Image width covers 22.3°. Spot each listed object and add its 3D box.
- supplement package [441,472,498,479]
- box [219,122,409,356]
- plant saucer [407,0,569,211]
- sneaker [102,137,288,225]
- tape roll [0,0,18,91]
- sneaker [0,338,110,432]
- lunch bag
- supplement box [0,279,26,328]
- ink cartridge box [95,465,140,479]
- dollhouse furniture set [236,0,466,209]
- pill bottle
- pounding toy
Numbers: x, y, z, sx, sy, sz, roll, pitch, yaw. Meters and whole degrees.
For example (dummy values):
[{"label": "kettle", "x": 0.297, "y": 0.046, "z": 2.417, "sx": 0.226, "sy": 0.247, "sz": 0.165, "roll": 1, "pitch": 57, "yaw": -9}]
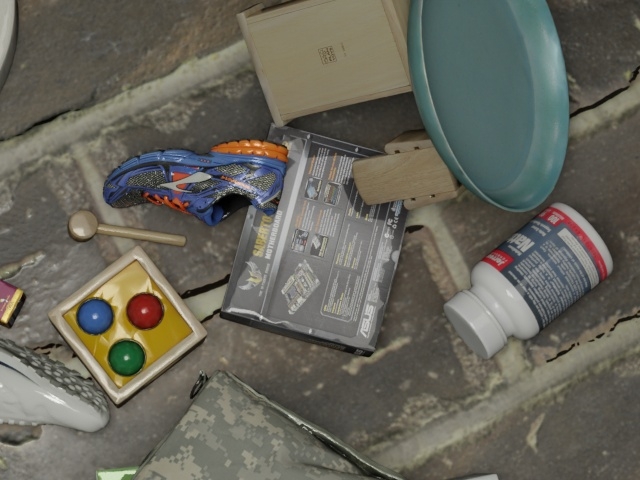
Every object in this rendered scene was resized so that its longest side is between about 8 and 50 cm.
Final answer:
[{"label": "supplement package", "x": 0.109, "y": 0.324, "z": 1.797, "sx": 0.179, "sy": 0.105, "sz": 0.105, "roll": -10, "pitch": 84, "yaw": -7}, {"label": "box", "x": 0.000, "y": 0.000, "z": 1.863, "sx": 0.183, "sy": 0.056, "sz": 0.231, "roll": 14, "pitch": 79, "yaw": -2}, {"label": "plant saucer", "x": 0.181, "y": -0.185, "z": 1.787, "sx": 0.043, "sy": 0.317, "sz": 0.318, "roll": -10, "pitch": 79, "yaw": 35}, {"label": "sneaker", "x": -0.142, "y": -0.058, "z": 1.818, "sx": 0.221, "sy": 0.083, "sz": 0.087, "roll": -8, "pitch": 78, "yaw": 18}, {"label": "tape roll", "x": -0.539, "y": -0.258, "z": 1.842, "sx": 0.392, "sy": 0.072, "sz": 0.392, "roll": 1, "pitch": 81, "yaw": -7}, {"label": "sneaker", "x": -0.346, "y": 0.166, "z": 1.795, "sx": 0.235, "sy": 0.090, "sz": 0.095, "roll": 25, "pitch": 93, "yaw": 1}, {"label": "lunch bag", "x": -0.052, "y": 0.302, "z": 1.650, "sx": 0.305, "sy": 0.212, "sz": 0.256, "roll": 30, "pitch": 83, "yaw": 11}, {"label": "supplement box", "x": -0.375, "y": 0.060, "z": 1.814, "sx": 0.083, "sy": 0.055, "sz": 0.043, "roll": 26, "pitch": 79, "yaw": 0}, {"label": "ink cartridge box", "x": -0.186, "y": 0.352, "z": 1.782, "sx": 0.109, "sy": 0.062, "sz": 0.209, "roll": -5, "pitch": 81, "yaw": -7}, {"label": "dollhouse furniture set", "x": 0.098, "y": -0.216, "z": 1.886, "sx": 0.303, "sy": 0.198, "sz": 0.286, "roll": -37, "pitch": 112, "yaw": -51}, {"label": "pill bottle", "x": 0.234, "y": 0.049, "z": 1.854, "sx": 0.180, "sy": 0.108, "sz": 0.108, "roll": -38, "pitch": 86, "yaw": -11}, {"label": "pounding toy", "x": -0.217, "y": 0.049, "z": 1.813, "sx": 0.181, "sy": 0.094, "sz": 0.206, "roll": -38, "pitch": 87, "yaw": -10}]
